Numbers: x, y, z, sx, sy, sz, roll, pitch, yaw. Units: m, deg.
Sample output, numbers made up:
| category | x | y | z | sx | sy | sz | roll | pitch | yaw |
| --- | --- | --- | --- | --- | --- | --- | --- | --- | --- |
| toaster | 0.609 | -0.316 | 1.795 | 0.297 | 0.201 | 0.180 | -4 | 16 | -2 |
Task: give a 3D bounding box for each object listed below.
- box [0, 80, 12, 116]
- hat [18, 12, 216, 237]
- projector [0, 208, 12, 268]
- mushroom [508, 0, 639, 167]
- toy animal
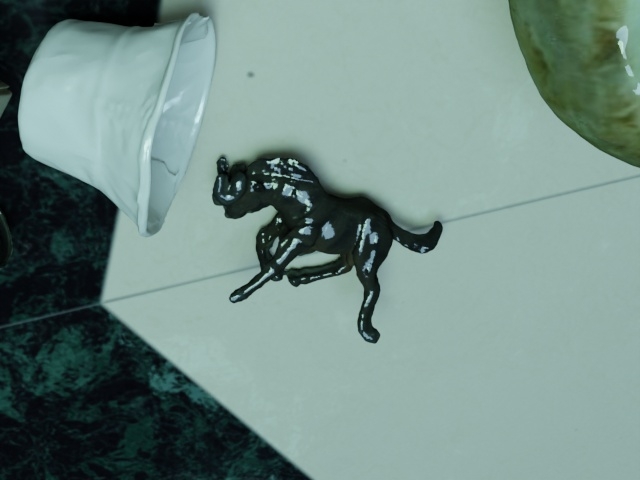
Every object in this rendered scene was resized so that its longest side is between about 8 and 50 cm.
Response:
| category | x | y | z | sx | sy | sz | roll | pitch | yaw |
| --- | --- | --- | --- | --- | --- | --- | --- | --- | --- |
| box | -0.428 | -0.024 | 0.904 | 0.214 | 0.069 | 0.353 | 31 | 104 | -1 |
| hat | -0.172 | -0.109 | 0.919 | 0.126 | 0.203 | 0.203 | 14 | 122 | 2 |
| projector | -0.451 | 0.051 | 1.007 | 0.337 | 0.108 | 0.108 | -26 | 123 | 10 |
| mushroom | 0.313 | -0.215 | 0.854 | 0.352 | 0.260 | 0.352 | -1 | 121 | -2 |
| toy animal | 0.000 | 0.000 | 1.056 | 0.232 | 0.084 | 0.148 | 16 | 118 | -14 |
